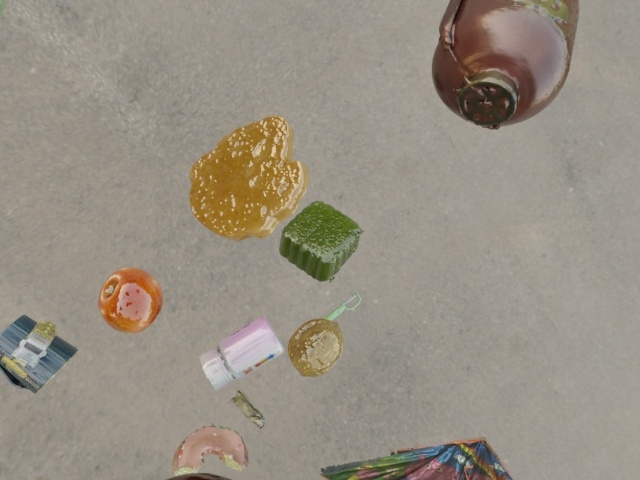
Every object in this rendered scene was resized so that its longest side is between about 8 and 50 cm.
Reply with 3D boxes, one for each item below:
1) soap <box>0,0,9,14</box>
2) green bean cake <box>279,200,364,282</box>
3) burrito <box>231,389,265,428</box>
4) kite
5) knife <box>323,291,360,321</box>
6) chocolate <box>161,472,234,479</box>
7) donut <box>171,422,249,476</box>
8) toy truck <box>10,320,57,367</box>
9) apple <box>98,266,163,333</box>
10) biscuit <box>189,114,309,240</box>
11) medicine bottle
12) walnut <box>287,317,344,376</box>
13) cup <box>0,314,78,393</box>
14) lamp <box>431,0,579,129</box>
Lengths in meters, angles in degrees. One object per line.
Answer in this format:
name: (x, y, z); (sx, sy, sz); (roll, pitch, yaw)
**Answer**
soap: (-0.320, -0.195, 0.278); (0.138, 0.199, 0.182); (56, 38, -59)
green bean cake: (0.000, 0.000, 1.630); (0.247, 0.156, 0.250); (32, 53, 16)
burrito: (-0.241, 0.563, 1.449); (0.042, 0.171, 0.051); (21, 93, -42)
kite: (0.166, 0.303, 0.500); (0.234, 0.321, 0.016); (-21, 120, -54)
knife: (0.062, 0.270, 1.574); (0.212, 0.015, 0.054); (-37, 106, -3)
chocolate: (-0.095, 0.266, 0.316); (0.176, 0.177, 0.177); (-4, 102, -20)
donut: (-0.249, 0.477, 0.982); (0.166, 0.117, 0.065); (5, 125, -16)
toy truck: (-0.592, 0.212, 0.904); (0.052, 0.123, 0.063); (41, 81, -21)
apple: (-0.479, 0.148, 1.090); (0.163, 0.163, 0.139); (-42, 138, -8)
biscuit: (-0.186, -0.158, 1.142); (0.351, 0.057, 0.312); (-41, 67, 6)
medicine bottle: (-0.261, 0.373, 1.439); (0.254, 0.152, 0.152); (-30, 109, -9)
walnut: (-0.010, 0.314, 1.290); (0.184, 0.155, 0.155); (-44, 112, -9)
cup: (-0.711, 0.281, 1.048); (0.176, 0.131, 0.155); (-38, 105, 15)
lamp: (0.241, -0.268, 0.579); (0.180, 0.180, 0.258); (35, 60, -23)
